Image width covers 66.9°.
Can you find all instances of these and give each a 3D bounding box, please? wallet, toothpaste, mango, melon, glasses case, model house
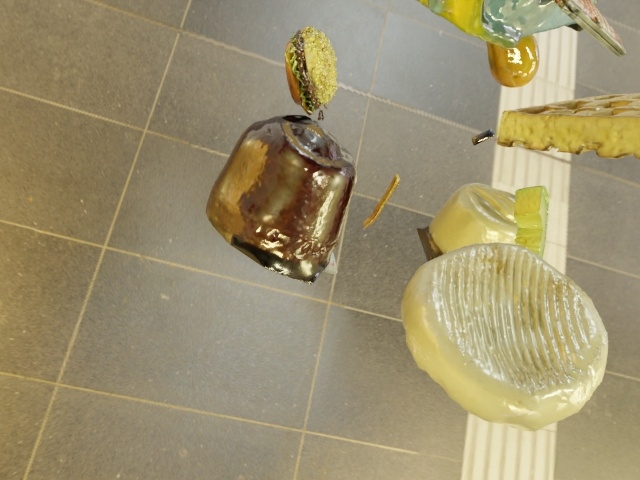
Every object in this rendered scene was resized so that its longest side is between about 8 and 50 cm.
[{"bbox_3d":[0.314,-0.290,0.592,0.196,0.020,0.103,2,61,-43],"label":"wallet"},{"bbox_3d":[0.000,0.000,1.475,0.089,0.057,0.234,13,44,-22],"label":"toothpaste"},{"bbox_3d":[0.442,-0.429,1.110,0.111,0.163,0.090,-14,37,10],"label":"mango"},{"bbox_3d":[0.462,-0.015,1.073,0.118,0.064,0.210,-3,99,-59],"label":"melon"},{"bbox_3d":[0.604,-0.384,1.801,0.083,0.023,0.034,-25,94,18],"label":"glasses case"},{"bbox_3d":[0.252,-0.418,0.707,0.303,0.216,0.237,-21,53,-19],"label":"model house"}]

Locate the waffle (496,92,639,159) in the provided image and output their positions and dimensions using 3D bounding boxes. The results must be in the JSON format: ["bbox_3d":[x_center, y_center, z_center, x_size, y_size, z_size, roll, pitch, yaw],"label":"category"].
[{"bbox_3d":[0.393,-0.152,0.615,0.220,0.248,0.055,-15,110,-22],"label":"waffle"}]

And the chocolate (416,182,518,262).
[{"bbox_3d":[0.538,-0.054,1.669,0.325,0.297,0.314,6,39,-8],"label":"chocolate"}]

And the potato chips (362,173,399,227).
[{"bbox_3d":[0.195,-0.122,1.524,0.037,0.204,0.026,-5,47,-46],"label":"potato chips"}]

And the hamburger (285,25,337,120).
[{"bbox_3d":[-0.020,-0.500,1.439,0.138,0.262,0.243,-6,41,12],"label":"hamburger"}]

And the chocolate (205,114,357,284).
[{"bbox_3d":[-0.065,-0.135,1.227,0.383,0.384,0.332,32,103,-5],"label":"chocolate"}]

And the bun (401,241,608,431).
[{"bbox_3d":[0.167,0.091,0.463,0.183,0.102,0.184,0,51,0],"label":"bun"}]
